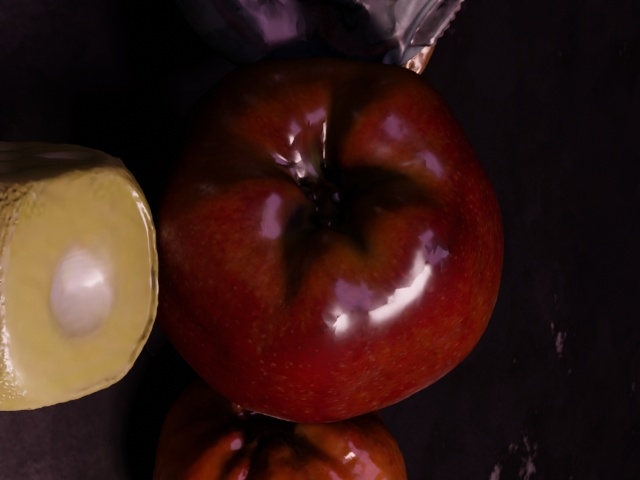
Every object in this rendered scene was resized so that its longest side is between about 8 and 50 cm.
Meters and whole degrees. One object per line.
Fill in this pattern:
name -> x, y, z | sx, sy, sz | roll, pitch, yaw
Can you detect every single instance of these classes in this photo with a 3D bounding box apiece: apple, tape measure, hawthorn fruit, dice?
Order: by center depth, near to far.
dice -> -0.229, 0.021, 1.361 | 0.169, 0.169, 0.166 | -13, 108, -53
apple -> 0.000, 0.000, 1.469 | 0.317, 0.288, 0.288 | 99, 9, -76
tape measure -> 0.000, -0.259, 1.545 | 0.147, 0.256, 0.275 | -119, -136, -77
hawthorn fruit -> -0.033, 0.221, 1.646 | 0.224, 0.224, 0.261 | -56, 159, -32

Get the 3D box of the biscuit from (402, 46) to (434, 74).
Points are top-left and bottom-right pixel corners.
biscuit -> 0.119, -0.292, 1.704 | 0.043, 0.301, 0.278 | 17, 60, -16
